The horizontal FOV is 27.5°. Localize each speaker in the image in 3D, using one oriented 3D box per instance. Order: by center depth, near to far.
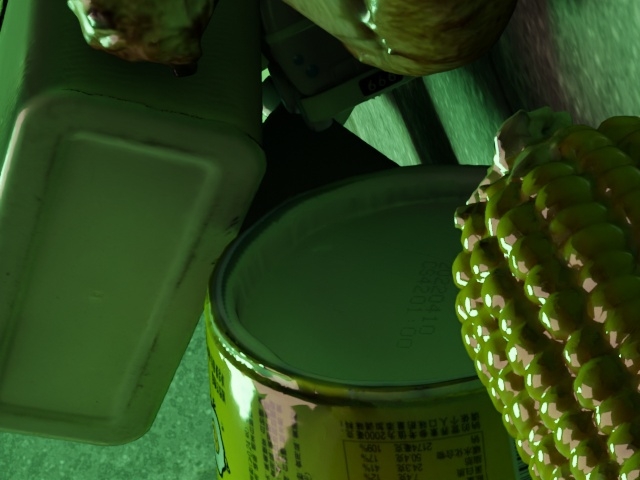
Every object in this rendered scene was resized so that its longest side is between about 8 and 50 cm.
[{"bbox_3d":[0.000,0.000,1.283,0.254,0.184,0.232,35,174,5],"label":"speaker"}]

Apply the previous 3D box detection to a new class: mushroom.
[{"bbox_3d":[0.002,-0.206,0.689,0.267,0.254,0.267,39,149,29],"label":"mushroom"}]

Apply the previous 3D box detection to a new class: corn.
[{"bbox_3d":[0.165,0.108,0.458,0.144,0.144,0.387,73,172,-56],"label":"corn"}]

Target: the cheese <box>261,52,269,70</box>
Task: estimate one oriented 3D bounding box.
[{"bbox_3d":[-0.176,-0.246,1.228,0.242,0.124,0.265,-12,111,59],"label":"cheese"}]

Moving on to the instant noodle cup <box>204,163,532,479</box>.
[{"bbox_3d":[0.068,0.119,0.822,0.325,0.325,0.254,-116,14,-58],"label":"instant noodle cup"}]

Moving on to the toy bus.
[{"bbox_3d":[0.013,-0.186,1.065,0.142,0.142,0.202,63,178,-17],"label":"toy bus"}]

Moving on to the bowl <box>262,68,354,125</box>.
[{"bbox_3d":[-0.052,-0.233,1.400,0.277,0.145,0.277,38,162,14],"label":"bowl"}]

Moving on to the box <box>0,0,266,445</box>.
[{"bbox_3d":[-0.161,-0.086,0.966,0.344,0.177,0.352,-97,26,-43],"label":"box"}]
